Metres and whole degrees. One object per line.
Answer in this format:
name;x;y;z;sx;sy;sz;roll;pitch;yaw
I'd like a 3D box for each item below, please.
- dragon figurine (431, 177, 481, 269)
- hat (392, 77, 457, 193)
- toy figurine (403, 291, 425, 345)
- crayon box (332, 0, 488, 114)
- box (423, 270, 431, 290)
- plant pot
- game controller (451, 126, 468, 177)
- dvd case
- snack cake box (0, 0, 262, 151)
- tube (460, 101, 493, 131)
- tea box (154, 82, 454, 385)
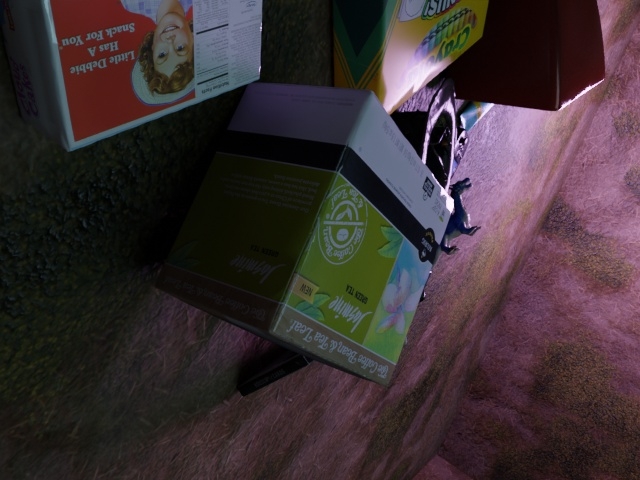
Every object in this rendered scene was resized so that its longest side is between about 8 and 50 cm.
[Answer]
dragon figurine;0.335;-0.038;1.672;0.289;0.144;0.085;-49;158;19
hat;0.187;-0.167;1.251;0.331;0.133;0.332;10;90;-71
toy figurine;0.091;0.141;1.298;0.148;0.213;0.210;-13;130;-43
crayon box;0.167;-0.421;1.007;0.363;0.106;0.313;-43;147;-31
box;0.167;0.131;1.521;0.207;0.108;0.153;-7;121;-58
plant pot;0.441;-0.442;1.304;0.267;0.267;0.236;-32;128;-39
game controller;0.283;-0.127;1.522;0.319;0.067;0.166;-63;153;4
dvd case;-0.040;0.224;1.201;0.179;0.030;0.238;-29;175;-45
snack cake box;-0.180;-0.216;0.633;0.264;0.089;0.152;-34;144;-41
tube;0.425;-0.362;1.571;0.207;0.052;0.080;-47;140;-13
tea box;0.000;0.000;0.890;0.329;0.219;0.324;36;73;-52
